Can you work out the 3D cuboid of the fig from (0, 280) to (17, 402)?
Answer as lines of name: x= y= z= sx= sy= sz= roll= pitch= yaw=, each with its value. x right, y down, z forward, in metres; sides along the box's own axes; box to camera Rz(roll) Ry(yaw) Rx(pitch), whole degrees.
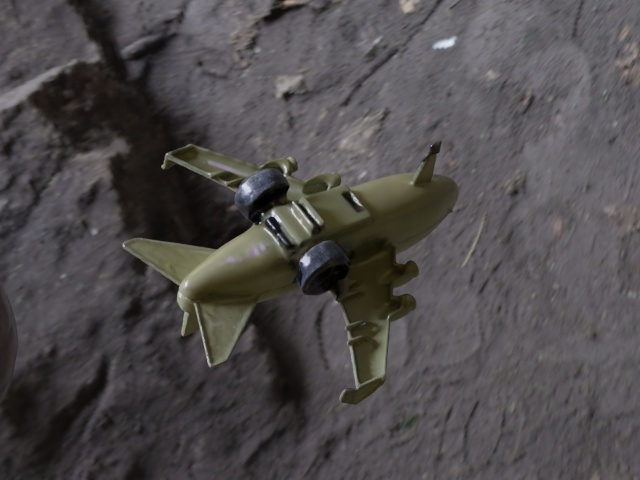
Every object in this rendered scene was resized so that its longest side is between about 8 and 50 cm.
fig: x=-0.340 y=0.116 z=1.162 sx=0.204 sy=0.249 sz=0.186 roll=-28 pitch=128 yaw=4

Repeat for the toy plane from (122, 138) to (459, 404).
toy plane: x=0.000 y=0.000 z=1.016 sx=0.242 sy=0.256 sz=0.104 roll=49 pitch=153 yaw=28
